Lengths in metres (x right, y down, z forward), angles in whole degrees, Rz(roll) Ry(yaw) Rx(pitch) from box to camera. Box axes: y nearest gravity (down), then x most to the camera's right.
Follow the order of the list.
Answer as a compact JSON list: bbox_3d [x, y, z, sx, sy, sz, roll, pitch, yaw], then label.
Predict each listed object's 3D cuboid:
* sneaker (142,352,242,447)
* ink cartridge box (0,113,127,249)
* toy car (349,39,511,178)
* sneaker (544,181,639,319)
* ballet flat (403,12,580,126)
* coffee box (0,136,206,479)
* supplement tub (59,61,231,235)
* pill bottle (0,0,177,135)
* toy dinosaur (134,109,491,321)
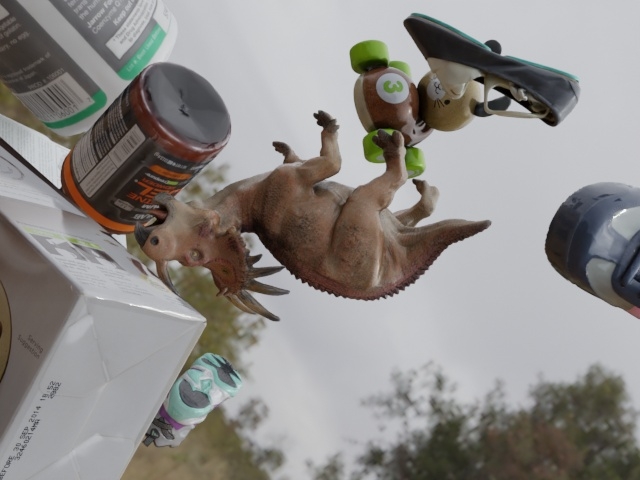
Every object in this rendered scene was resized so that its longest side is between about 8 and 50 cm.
[{"bbox_3d":[-0.098,0.119,0.912,0.038,0.069,0.098,47,21,8],"label":"sneaker"},{"bbox_3d":[-0.334,-0.004,1.508,0.239,0.060,0.275,27,44,-44],"label":"ink cartridge box"},{"bbox_3d":[0.149,-0.186,1.647,0.149,0.188,0.155,27,51,-60],"label":"toy car"},{"bbox_3d":[0.340,0.040,1.158,0.319,0.112,0.131,20,12,-36],"label":"sneaker"},{"bbox_3d":[0.173,-0.173,1.350,0.203,0.074,0.074,22,-10,0],"label":"ballet flat"},{"bbox_3d":[-0.237,0.040,0.893,0.297,0.168,0.119,38,12,38],"label":"coffee box"},{"bbox_3d":[-0.178,-0.075,1.224,0.198,0.106,0.106,-40,-99,38],"label":"supplement tub"},{"bbox_3d":[-0.343,-0.307,1.432,0.361,0.204,0.204,49,-3,-32],"label":"pill bottle"},{"bbox_3d":[0.000,0.000,1.181,0.295,0.200,0.127,18,-19,13],"label":"toy dinosaur"}]
